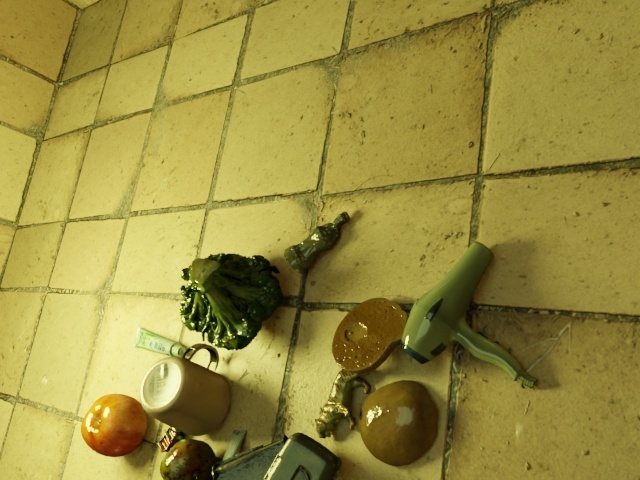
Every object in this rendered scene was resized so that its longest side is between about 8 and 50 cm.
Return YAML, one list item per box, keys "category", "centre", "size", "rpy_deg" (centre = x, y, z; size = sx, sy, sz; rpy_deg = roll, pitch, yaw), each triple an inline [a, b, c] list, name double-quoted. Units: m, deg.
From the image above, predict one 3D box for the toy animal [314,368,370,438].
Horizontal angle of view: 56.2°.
- category: "toy animal"
  centre: [0.058, 0.384, 1.478]
  size: [0.099, 0.057, 0.241]
  rpy_deg: [18, 86, 43]

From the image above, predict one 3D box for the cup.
- category: "cup"
  centre: [-0.379, 0.411, 1.720]
  size: [0.192, 0.200, 0.252]
  rpy_deg: [8, 65, 33]

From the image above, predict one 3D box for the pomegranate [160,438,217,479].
- category: "pomegranate"
  centre: [-0.372, 0.628, 1.689]
  size: [0.159, 0.159, 0.205]
  rpy_deg: [-66, 19, -1]

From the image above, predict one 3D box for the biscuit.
- category: "biscuit"
  centre: [0.122, 0.234, 1.464]
  size: [0.208, 0.049, 0.181]
  rpy_deg: [-47, 39, -3]

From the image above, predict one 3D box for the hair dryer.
- category: "hair dryer"
  centre: [0.347, 0.150, 1.320]
  size: [0.298, 0.119, 0.295]
  rpy_deg: [10, 75, 26]

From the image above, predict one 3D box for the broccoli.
- category: "broccoli"
  centre: [-0.278, 0.153, 1.706]
  size: [0.321, 0.283, 0.303]
  rpy_deg: [1, 62, 22]

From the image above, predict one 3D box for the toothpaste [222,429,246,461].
- category: "toothpaste"
  centre: [-0.257, 0.619, 1.631]
  size: [0.052, 0.033, 0.218]
  rpy_deg: [-12, 45, 37]

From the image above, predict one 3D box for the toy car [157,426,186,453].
- category: "toy car"
  centre: [-0.434, 0.579, 1.818]
  size: [0.073, 0.054, 0.143]
  rpy_deg: [40, 99, 44]

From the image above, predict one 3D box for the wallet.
- category: "wallet"
  centre: [-0.144, 0.654, 1.506]
  size: [0.221, 0.071, 0.262]
  rpy_deg: [-23, 59, 5]

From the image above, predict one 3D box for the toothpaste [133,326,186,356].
- category: "toothpaste"
  centre: [-0.547, 0.347, 2.014]
  size: [0.297, 0.048, 0.074]
  rpy_deg: [4, 79, 45]

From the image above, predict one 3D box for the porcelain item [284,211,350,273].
- category: "porcelain item"
  centre: [0.000, 0.000, 1.681]
  size: [0.216, 0.069, 0.081]
  rpy_deg: [-40, 47, 15]

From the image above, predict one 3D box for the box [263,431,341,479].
- category: "box"
  centre: [-0.049, 0.570, 1.408]
  size: [0.148, 0.129, 0.210]
  rpy_deg: [28, 79, 20]

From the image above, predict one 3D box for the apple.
- category: "apple"
  centre: [-0.666, 0.591, 1.934]
  size: [0.210, 0.164, 0.209]
  rpy_deg: [-16, 62, 33]

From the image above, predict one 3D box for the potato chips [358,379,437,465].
- category: "potato chips"
  centre: [0.165, 0.414, 1.375]
  size: [0.208, 0.062, 0.195]
  rpy_deg: [0, 75, 38]
